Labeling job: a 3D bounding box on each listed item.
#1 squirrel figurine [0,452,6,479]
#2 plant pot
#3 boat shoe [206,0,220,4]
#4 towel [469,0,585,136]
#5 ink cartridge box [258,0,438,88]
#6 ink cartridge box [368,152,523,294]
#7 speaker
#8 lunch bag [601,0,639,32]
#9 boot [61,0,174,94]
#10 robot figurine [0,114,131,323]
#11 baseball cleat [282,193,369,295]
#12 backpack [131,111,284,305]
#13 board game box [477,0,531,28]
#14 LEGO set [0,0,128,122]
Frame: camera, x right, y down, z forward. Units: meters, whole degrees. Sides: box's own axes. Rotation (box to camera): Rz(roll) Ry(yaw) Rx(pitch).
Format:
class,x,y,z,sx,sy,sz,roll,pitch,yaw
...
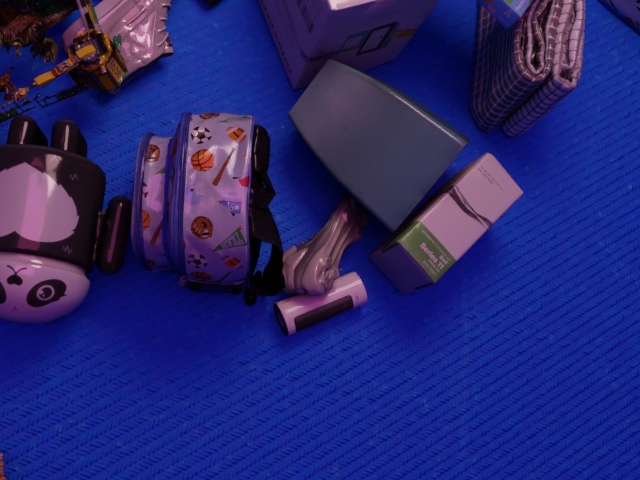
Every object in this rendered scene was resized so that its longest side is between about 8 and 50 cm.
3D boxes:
class,x,y,z,sx,sy,sz,roll,pitch,yaw
squirrel figurine,-0.519,0.418,0.936,0.370,0.281,0.397,32,76,-10
plant pot,0.081,-0.158,1.218,0.234,0.166,0.165,40,104,4
boat shoe,-0.128,-0.481,1.307,0.073,0.080,0.223,40,78,-6
towel,0.329,-0.335,1.295,0.121,0.235,0.284,10,76,-4
ink cartridge box,0.036,-0.390,1.223,0.197,0.270,0.198,-19,83,-17
ink cartridge box,0.190,-0.023,1.238,0.208,0.153,0.087,-43,91,-16
speaker,0.001,0.095,1.223,0.136,0.055,0.055,-21,83,-16
lunch bag,0.588,-0.470,1.342,0.243,0.303,0.115,40,77,-1
boot,-0.262,-0.338,1.246,0.258,0.095,0.123,-43,95,-5
robot figurine,-0.387,-0.027,1.101,0.173,0.209,0.278,23,67,-53
baseball cleat,0.000,0.000,1.234,0.206,0.109,0.072,-59,134,-42
backpack,-0.153,-0.058,1.114,0.213,0.263,0.277,-2,79,-12
board game box,0.226,-0.420,1.126,0.211,0.039,0.160,40,62,-8
LEGO set,-0.443,-0.293,1.090,0.331,0.192,0.255,-14,70,4
